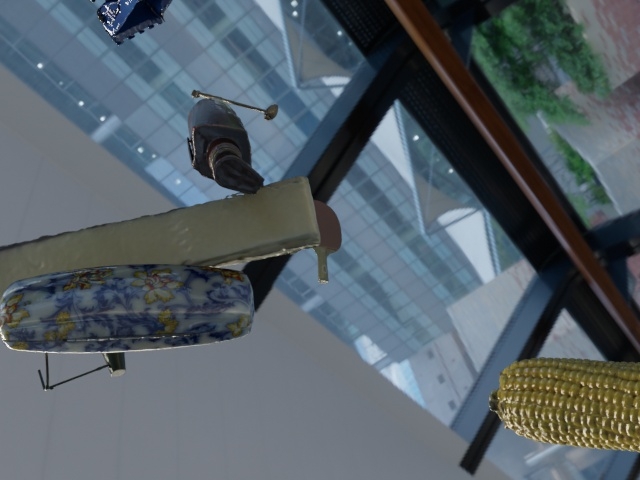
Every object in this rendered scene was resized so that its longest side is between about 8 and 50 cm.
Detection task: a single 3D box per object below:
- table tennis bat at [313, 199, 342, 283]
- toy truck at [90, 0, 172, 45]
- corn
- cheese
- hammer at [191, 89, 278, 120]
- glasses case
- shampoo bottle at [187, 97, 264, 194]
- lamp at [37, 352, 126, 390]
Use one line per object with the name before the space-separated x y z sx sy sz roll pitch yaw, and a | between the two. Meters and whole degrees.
table tennis bat | 0.000 0.000 1.736 0.138 0.022 0.246 17 -126 -30
toy truck | -0.259 -0.381 0.867 0.113 0.126 0.208 -54 -49 -47
corn | 0.450 0.248 0.989 0.144 0.387 0.143 12 -105 -51
cheese | -0.201 0.011 0.739 0.034 0.401 0.085 46 -149 -83
hammer | -0.108 -0.171 0.813 0.029 0.123 0.014 -57 -25 -35
glasses case | -0.192 0.068 0.668 0.086 0.248 0.065 -103 16 -47
shampoo bottle | -0.109 -0.104 0.713 0.068 0.067 0.236 5 -160 -15
lamp | -0.322 0.175 0.899 0.121 0.041 0.054 3 -129 -43
